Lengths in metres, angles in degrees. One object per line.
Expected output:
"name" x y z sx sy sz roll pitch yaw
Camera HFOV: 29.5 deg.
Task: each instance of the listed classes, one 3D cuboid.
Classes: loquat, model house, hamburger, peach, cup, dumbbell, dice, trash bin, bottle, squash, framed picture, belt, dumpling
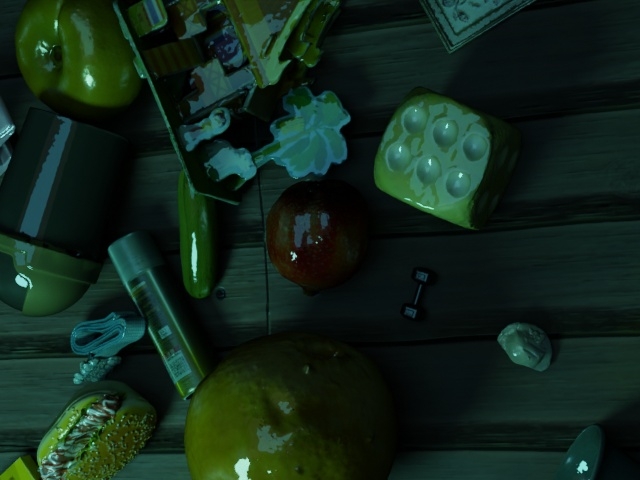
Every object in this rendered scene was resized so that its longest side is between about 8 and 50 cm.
"loquat" -0.043 0.289 1.794 0.328 0.328 0.328 -1 88 20
"model house" -0.098 -0.260 1.878 0.312 0.242 0.358 -25 78 15
"hamburger" -0.368 0.326 1.993 0.210 0.173 0.116 -50 49 11
"peach" -0.398 -0.317 2.009 0.251 0.153 0.251 13 114 32
"cup" 0.413 0.378 1.710 0.150 0.199 0.199 26 97 1
"dumbbell" 0.151 0.083 1.876 0.036 0.040 0.083 22 96 50
"dice" 0.188 -0.121 1.797 0.169 0.169 0.166 25 96 19
"trash bin" -0.448 -0.038 2.010 0.214 0.214 0.334 17 91 20
"bottle" -0.256 0.119 2.001 0.082 0.082 0.286 -33 78 16
"squash" -0.197 -0.023 1.964 0.066 0.066 0.252 5 109 20
"framed picture" 0.219 -0.428 1.880 0.173 0.010 0.231 -32 78 17
"belt" -0.352 0.172 2.012 0.179 0.065 0.100 -25 69 48
"dumpling" 0.308 0.156 1.805 0.076 0.052 0.057 42 113 27

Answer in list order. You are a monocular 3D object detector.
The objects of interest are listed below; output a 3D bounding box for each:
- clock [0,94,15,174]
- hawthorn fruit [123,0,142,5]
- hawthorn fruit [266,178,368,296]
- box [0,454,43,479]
"clock" -0.648 -0.146 2.056 0.290 0.275 0.080 -35 73 12
"hawthorn fruit" -0.322 -0.459 2.026 0.133 0.133 0.138 29 114 19
"hawthorn fruit" 0.000 0.000 1.872 0.169 0.169 0.188 6 114 20
"box" -0.563 0.517 2.122 0.269 0.043 0.152 -42 75 14
